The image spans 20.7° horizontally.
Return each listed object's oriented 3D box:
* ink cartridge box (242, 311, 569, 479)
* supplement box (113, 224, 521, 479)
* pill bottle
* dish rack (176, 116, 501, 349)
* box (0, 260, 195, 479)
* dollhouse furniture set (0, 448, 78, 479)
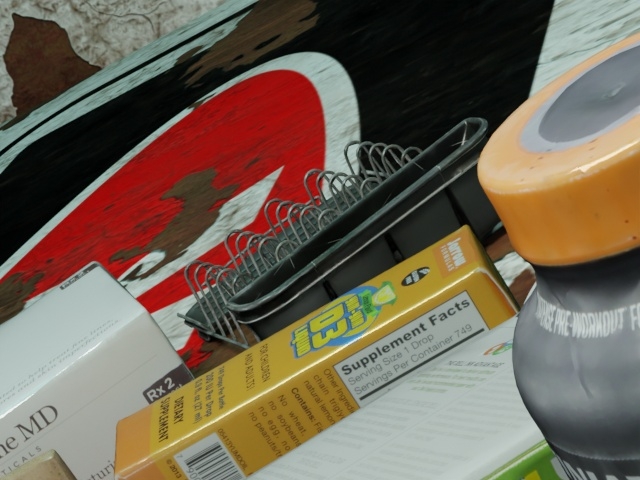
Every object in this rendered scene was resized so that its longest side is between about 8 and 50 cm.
[{"bbox_3d":[0.079,0.096,0.650,0.255,0.097,0.189,-30,6,-16],"label":"ink cartridge box"},{"bbox_3d":[0.003,0.086,0.961,0.233,0.080,0.078,-28,19,5],"label":"supplement box"},{"bbox_3d":[0.139,0.058,0.499,0.130,0.246,0.130,-29,16,10],"label":"pill bottle"},{"bbox_3d":[0.000,0.000,1.216,0.208,0.074,0.271,-36,17,-16],"label":"dish rack"},{"bbox_3d":[-0.167,0.121,1.090,0.181,0.119,0.182,-35,17,-9],"label":"box"},{"bbox_3d":[-0.222,0.224,0.866,0.259,0.135,0.262,-30,17,7],"label":"dollhouse furniture set"}]
